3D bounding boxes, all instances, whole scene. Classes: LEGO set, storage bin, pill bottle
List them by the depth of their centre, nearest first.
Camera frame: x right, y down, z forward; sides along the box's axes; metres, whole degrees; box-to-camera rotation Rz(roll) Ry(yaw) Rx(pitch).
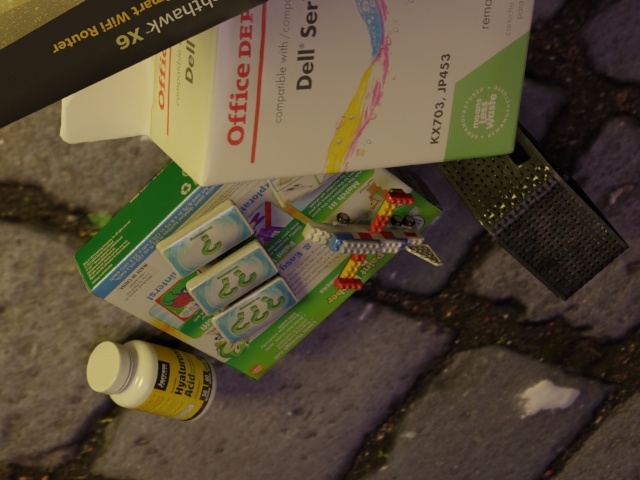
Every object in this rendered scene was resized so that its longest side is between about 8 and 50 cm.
[{"bbox_3d":[0.000,0.000,1.506,0.244,0.060,0.182,-32,144,-1],"label":"LEGO set"},{"bbox_3d":[-0.158,0.129,1.605,0.116,0.065,0.065,18,119,-43],"label":"pill bottle"},{"bbox_3d":[0.198,-0.036,1.622,0.084,0.122,0.180,-41,139,9],"label":"storage bin"}]

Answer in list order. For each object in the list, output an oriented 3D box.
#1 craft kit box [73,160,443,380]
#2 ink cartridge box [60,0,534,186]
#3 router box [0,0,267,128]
[{"bbox_3d":[-0.051,-0.007,1.548,0.250,0.061,0.247,-42,136,12],"label":"craft kit box"},{"bbox_3d":[-0.014,-0.161,1.329,0.354,0.119,0.207,-8,116,-26],"label":"ink cartridge box"},{"bbox_3d":[-0.212,-0.174,0.927,0.309,0.081,0.243,-26,134,-2],"label":"router box"}]
